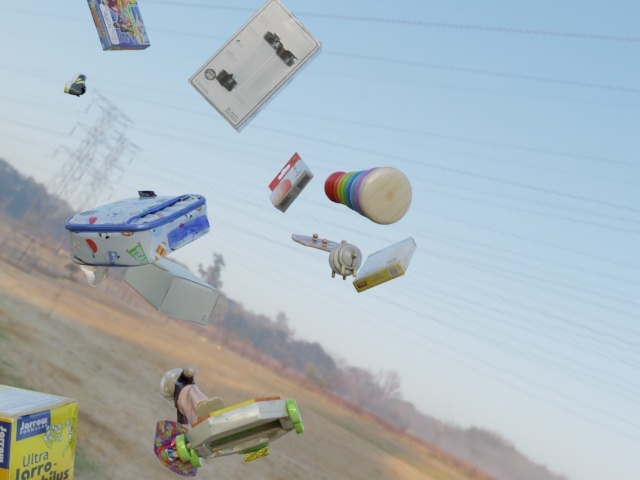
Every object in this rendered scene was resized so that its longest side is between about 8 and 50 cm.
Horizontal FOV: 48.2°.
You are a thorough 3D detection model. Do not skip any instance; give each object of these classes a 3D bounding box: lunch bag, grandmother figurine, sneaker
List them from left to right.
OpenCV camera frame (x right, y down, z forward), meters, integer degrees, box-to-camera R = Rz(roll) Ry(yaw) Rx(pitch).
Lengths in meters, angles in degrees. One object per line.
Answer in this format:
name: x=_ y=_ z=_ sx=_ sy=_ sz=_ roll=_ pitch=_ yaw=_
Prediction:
sneaker: x=-0.471 y=-0.299 z=1.397 sx=0.035 sy=0.031 sz=0.083 roll=27 pitch=31 yaw=-10
lunch bag: x=-0.383 y=-0.031 z=1.564 sx=0.243 sy=0.115 sz=0.303 roll=-1 pitch=16 yaw=19
grandmother figurine: x=-0.350 y=0.432 z=1.923 sx=0.104 sy=0.208 sz=0.342 roll=14 pitch=4 yaw=-28

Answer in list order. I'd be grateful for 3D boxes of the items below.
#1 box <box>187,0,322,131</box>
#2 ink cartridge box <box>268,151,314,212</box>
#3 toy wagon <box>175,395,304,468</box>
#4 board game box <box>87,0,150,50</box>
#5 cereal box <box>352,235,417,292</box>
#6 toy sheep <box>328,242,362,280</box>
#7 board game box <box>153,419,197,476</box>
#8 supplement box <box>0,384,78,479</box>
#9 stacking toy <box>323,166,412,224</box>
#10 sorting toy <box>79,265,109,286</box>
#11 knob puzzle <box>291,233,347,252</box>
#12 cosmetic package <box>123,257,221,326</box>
box: x=-0.153 y=-0.418 z=1.717 sx=0.169 sy=0.290 sz=0.087 roll=44 pitch=1 yaw=-1
ink cartridge box: x=-0.101 y=-0.183 z=2.111 sx=0.045 sy=0.145 sz=0.179 roll=31 pitch=15 yaw=-36
toy wagon: x=-0.173 y=0.441 z=1.627 sx=0.344 sy=0.267 sz=0.068 roll=85 pitch=-13 yaw=-66
board game box: x=-0.528 y=-0.592 z=1.846 sx=0.035 sy=0.201 sz=0.136 roll=-15 pitch=3 yaw=38
cereal box: x=0.212 y=0.076 z=2.316 sx=0.173 sy=0.240 sz=0.047 roll=-25 pitch=-79 yaw=25
toy sheep: x=0.062 y=0.049 z=1.767 sx=0.091 sy=0.091 sz=0.132 roll=33 pitch=-22 yaw=-18
board game box: x=-0.365 y=0.524 z=1.772 sx=0.133 sy=0.169 sz=0.033 roll=23 pitch=31 yaw=16
supplement box: x=-0.741 y=0.435 z=1.572 sx=0.356 sy=0.195 sz=0.194 roll=4 pitch=1 yaw=23
stacking toy: x=0.103 y=-0.131 z=1.851 sx=0.141 sy=0.141 sz=0.330 roll=35 pitch=-4 yaw=-23
sorting toy: x=-0.565 y=0.059 z=1.777 sx=0.075 sy=0.083 sz=0.045 roll=28 pitch=23 yaw=18
knob puzzle: x=0.000 y=0.000 z=2.137 sx=0.213 sy=0.030 sz=0.213 roll=12 pitch=8 yaw=-2
cosmetic package: x=-0.430 y=0.131 z=2.051 sx=0.160 sy=0.113 sz=0.309 roll=26 pitch=-3 yaw=-36
